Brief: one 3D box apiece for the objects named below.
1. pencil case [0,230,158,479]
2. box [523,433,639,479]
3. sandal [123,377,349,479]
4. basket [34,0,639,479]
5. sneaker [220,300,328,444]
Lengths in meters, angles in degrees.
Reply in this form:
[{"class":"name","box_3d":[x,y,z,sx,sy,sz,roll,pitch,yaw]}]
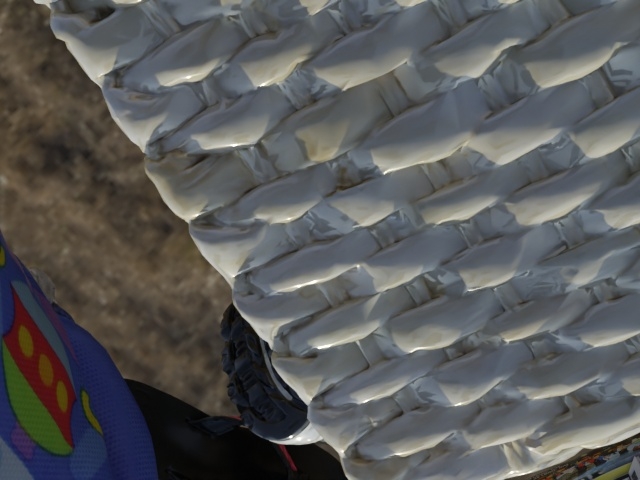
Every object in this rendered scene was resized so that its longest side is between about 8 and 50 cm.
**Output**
[{"class":"pencil case","box_3d":[-0.128,-0.011,0.315,0.119,0.133,0.306,5,141,23]},{"class":"box","box_3d":[0.203,0.265,1.035,0.044,0.159,0.233,-104,-9,-82]},{"class":"sandal","box_3d":[-0.054,0.130,0.879,0.179,0.067,0.040,25,154,-26]},{"class":"basket","box_3d":[0.107,-0.111,0.633,0.331,0.266,0.328,-24,110,23]},{"class":"sneaker","box_3d":[0.000,0.000,0.895,0.108,0.272,0.100,20,143,-38]}]
